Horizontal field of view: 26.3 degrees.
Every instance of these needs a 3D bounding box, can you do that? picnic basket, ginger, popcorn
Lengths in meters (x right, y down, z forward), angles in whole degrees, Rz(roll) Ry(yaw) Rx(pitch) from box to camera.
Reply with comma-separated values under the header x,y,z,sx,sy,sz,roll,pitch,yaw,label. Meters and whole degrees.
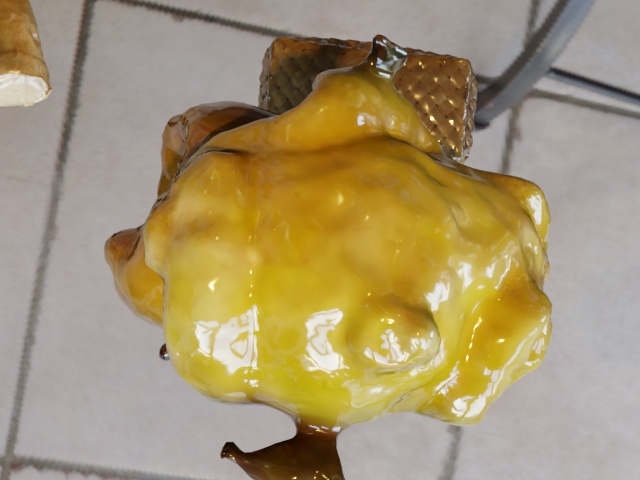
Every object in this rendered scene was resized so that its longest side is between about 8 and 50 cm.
x,y,z,sx,sy,sz,roll,pitch,yaw,label
0.042,-0.120,1.190,0.193,0.055,0.110,6,90,-2,picnic basket
-0.314,-0.187,1.230,0.190,0.069,0.095,28,102,15,ginger
0.000,0.000,0.900,0.297,0.316,0.281,4,110,-52,popcorn
